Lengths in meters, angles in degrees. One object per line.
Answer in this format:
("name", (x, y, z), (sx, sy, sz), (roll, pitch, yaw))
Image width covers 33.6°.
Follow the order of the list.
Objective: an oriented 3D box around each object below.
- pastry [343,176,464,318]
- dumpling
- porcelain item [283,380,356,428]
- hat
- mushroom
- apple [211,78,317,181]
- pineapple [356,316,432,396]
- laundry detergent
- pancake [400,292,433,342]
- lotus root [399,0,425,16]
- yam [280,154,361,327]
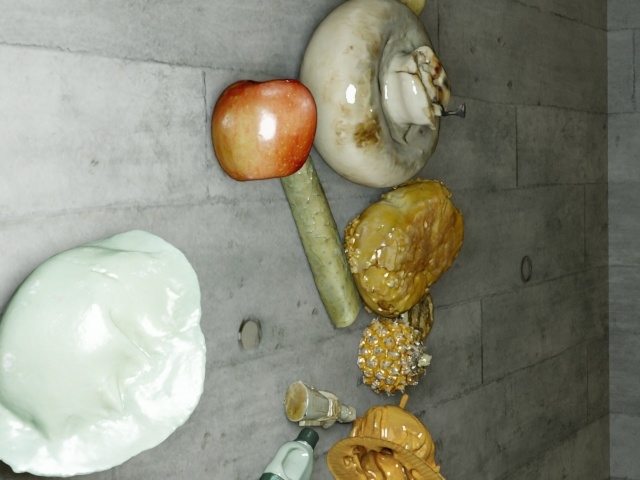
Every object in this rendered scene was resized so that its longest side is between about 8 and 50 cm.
("pastry", (0.158, 0.010, 2.167), (0.311, 0.162, 0.255), (-42, 136, -36))
("dumpling", (-0.304, 0.141, 1.439), (0.270, 0.212, 0.321), (14, 93, -20))
("porcelain item", (0.009, 0.325, 2.044), (0.213, 0.054, 0.084), (27, 62, -55))
("hat", (0.162, 0.399, 2.164), (0.233, 0.244, 0.233), (-68, 153, -49))
("mushroom", (0.130, -0.281, 1.993), (0.362, 0.294, 0.362), (1, 89, -55))
("apple", (-0.091, -0.186, 1.759), (0.181, 0.181, 0.169), (-12, 98, -56))
("pineapple", (0.174, 0.242, 2.218), (0.161, 0.136, 0.176), (-29, 116, -53))
("laundry detergent", (-0.064, 0.432, 1.919), (0.099, 0.070, 0.226), (60, 44, -29))
("pancake", (0.216, 0.163, 2.382), (0.158, 0.028, 0.158), (0, 90, -59))
("lotus root", (0.137, -0.538, 2.138), (0.160, 0.146, 0.284), (-47, 134, -23))
("yam", (0.000, 0.000, 2.005), (0.083, 0.083, 0.372), (-51, 130, -44))
